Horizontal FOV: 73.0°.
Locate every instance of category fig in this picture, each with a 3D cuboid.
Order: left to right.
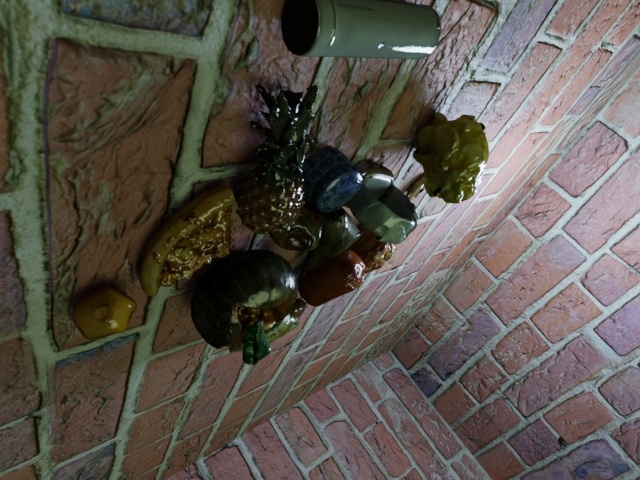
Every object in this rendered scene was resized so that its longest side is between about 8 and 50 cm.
[{"bbox_3d":[-0.070,-0.041,1.142,0.154,0.166,0.144,-46,127,-31],"label":"fig"}]

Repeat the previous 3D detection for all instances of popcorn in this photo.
[{"bbox_3d":[0.406,-0.252,1.329,0.215,0.252,0.286,-18,144,-13],"label":"popcorn"}]

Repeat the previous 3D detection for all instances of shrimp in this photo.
[{"bbox_3d":[0.352,-0.185,1.607,0.162,0.045,0.095,-49,174,8],"label":"shrimp"}]

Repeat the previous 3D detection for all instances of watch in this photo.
[{"bbox_3d":[0.181,-0.102,1.266,0.253,0.241,0.161,-2,134,-52],"label":"watch"}]

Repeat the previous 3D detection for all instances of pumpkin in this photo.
[{"bbox_3d":[-0.212,0.161,1.229,0.321,0.192,0.320,-29,154,-16],"label":"pumpkin"}]

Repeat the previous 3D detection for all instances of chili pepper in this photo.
[{"bbox_3d":[-0.171,0.267,1.177,0.088,0.059,0.226,-28,155,-27],"label":"chili pepper"}]

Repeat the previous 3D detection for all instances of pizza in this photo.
[{"bbox_3d":[-0.286,0.011,1.015,0.335,0.086,0.226,-48,152,14],"label":"pizza"}]

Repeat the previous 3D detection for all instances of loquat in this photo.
[{"bbox_3d":[-0.483,0.167,0.976,0.137,0.113,0.137,-42,177,-3],"label":"loquat"}]

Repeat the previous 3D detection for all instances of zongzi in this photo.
[{"bbox_3d":[0.000,0.000,1.342,0.242,0.112,0.221,-39,156,2],"label":"zongzi"}]

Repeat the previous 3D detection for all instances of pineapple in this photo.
[{"bbox_3d":[-0.081,-0.172,0.912,0.166,0.165,0.364,-20,146,-35],"label":"pineapple"}]

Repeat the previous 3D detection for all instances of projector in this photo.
[{"bbox_3d":[0.089,-0.402,0.816,0.338,0.108,0.108,-18,147,-38],"label":"projector"}]

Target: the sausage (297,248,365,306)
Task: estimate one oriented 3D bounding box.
[{"bbox_3d":[0.031,0.130,1.498,0.268,0.141,0.153,-30,-178,32],"label":"sausage"}]

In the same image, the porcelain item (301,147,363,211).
[{"bbox_3d":[0.028,-0.154,1.126,0.147,0.114,0.147,-30,152,-18],"label":"porcelain item"}]

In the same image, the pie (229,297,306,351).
[{"bbox_3d":[-0.192,0.292,1.470,0.257,0.105,0.274,-22,-175,21],"label":"pie"}]

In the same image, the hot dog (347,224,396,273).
[{"bbox_3d":[0.183,0.025,1.576,0.257,0.153,0.150,-43,155,7],"label":"hot dog"}]

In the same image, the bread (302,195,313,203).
[{"bbox_3d":[-0.039,-0.086,1.229,0.111,0.044,0.083,-42,153,12],"label":"bread"}]
